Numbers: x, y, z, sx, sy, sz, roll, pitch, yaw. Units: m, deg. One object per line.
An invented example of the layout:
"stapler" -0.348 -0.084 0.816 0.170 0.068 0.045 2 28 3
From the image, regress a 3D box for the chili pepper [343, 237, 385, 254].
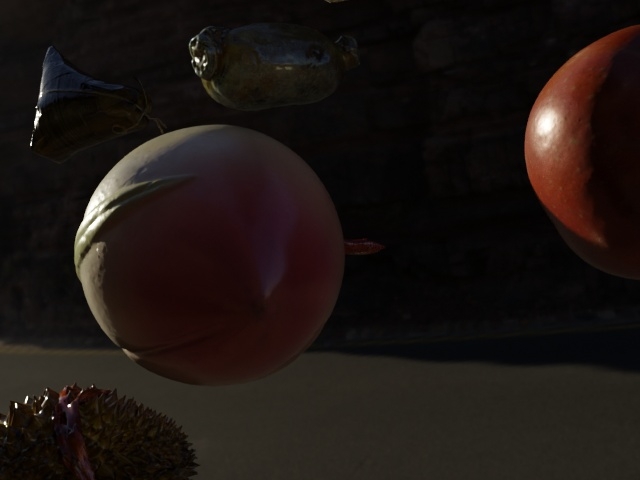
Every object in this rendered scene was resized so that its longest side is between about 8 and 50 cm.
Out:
"chili pepper" 0.000 0.000 1.695 0.268 0.050 0.059 12 -35 -8

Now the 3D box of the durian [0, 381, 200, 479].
"durian" -0.361 0.380 1.232 0.384 0.348 0.347 -23 12 -31

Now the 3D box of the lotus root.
"lotus root" -0.079 -0.325 1.618 0.349 0.175 0.175 -7 4 -29

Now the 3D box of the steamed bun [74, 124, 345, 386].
"steamed bun" -0.108 0.027 0.921 0.309 0.309 0.309 -10 6 1

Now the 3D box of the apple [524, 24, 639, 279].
"apple" 0.343 -0.092 0.881 0.260 0.260 0.216 -12 -7 -11

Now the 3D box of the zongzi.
"zongzi" -0.396 -0.278 1.501 0.247 0.241 0.111 -14 -21 24

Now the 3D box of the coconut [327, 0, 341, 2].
"coconut" 0.036 -0.543 1.644 0.171 0.171 0.183 -16 39 -42
